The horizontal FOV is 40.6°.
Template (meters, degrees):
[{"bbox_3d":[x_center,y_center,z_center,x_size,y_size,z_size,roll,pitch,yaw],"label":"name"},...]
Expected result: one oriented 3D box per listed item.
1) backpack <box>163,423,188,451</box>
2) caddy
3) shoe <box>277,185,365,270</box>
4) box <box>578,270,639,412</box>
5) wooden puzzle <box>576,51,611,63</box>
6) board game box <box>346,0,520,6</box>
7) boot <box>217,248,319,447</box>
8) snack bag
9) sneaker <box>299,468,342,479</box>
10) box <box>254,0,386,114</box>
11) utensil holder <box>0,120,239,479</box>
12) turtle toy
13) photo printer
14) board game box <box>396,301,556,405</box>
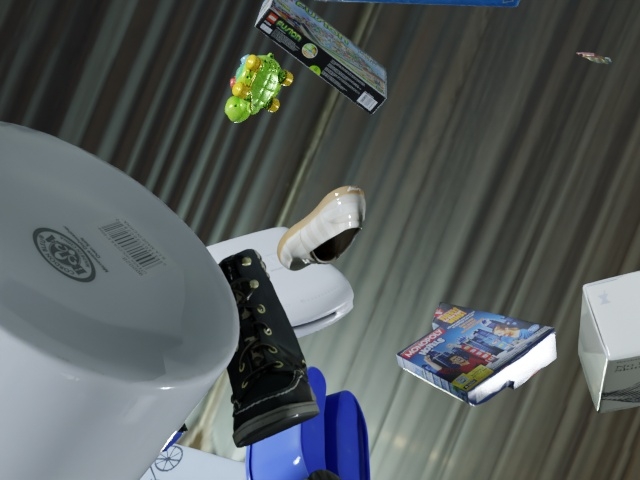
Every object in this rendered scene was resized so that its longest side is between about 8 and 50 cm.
[{"bbox_3d":[-0.271,0.257,1.324,0.098,0.101,0.120,34,-153,-33],"label":"backpack"},{"bbox_3d":[-0.037,0.421,1.713,0.241,0.179,0.341,41,-148,-34],"label":"caddy"},{"bbox_3d":[0.000,0.000,1.196,0.076,0.058,0.219,-7,158,-29],"label":"shoe"},{"bbox_3d":[0.380,0.128,1.048,0.113,0.094,0.275,-15,154,10],"label":"box"},{"bbox_3d":[0.586,-0.389,1.846,0.049,0.006,0.083,18,-173,-22],"label":"wooden puzzle"},{"bbox_3d":[0.146,-0.496,1.304,0.308,0.302,0.086,3,150,2],"label":"board game box"},{"bbox_3d":[-0.069,0.100,0.850,0.085,0.179,0.236,-22,175,0],"label":"boot"},{"bbox_3d":[-0.337,0.549,1.717,0.342,0.323,0.037,8,140,30],"label":"snack bag"},{"bbox_3d":[-0.033,0.473,0.952,0.182,0.410,0.158,-23,143,31],"label":"sneaker"},{"bbox_3d":[0.004,-0.273,1.234,0.207,0.036,0.114,34,-151,-18],"label":"box"},{"bbox_3d":[-0.300,0.137,0.740,0.327,0.385,0.328,33,-157,-16],"label":"utensil holder"},{"bbox_3d":[-0.113,-0.253,1.433,0.095,0.130,0.066,18,-165,-45],"label":"turtle toy"},{"bbox_3d":[-0.097,0.097,1.854,0.256,0.107,0.307,-16,-144,-29],"label":"photo printer"},{"bbox_3d":[0.221,0.168,1.321,0.194,0.060,0.194,-27,-150,-29],"label":"board game box"}]
